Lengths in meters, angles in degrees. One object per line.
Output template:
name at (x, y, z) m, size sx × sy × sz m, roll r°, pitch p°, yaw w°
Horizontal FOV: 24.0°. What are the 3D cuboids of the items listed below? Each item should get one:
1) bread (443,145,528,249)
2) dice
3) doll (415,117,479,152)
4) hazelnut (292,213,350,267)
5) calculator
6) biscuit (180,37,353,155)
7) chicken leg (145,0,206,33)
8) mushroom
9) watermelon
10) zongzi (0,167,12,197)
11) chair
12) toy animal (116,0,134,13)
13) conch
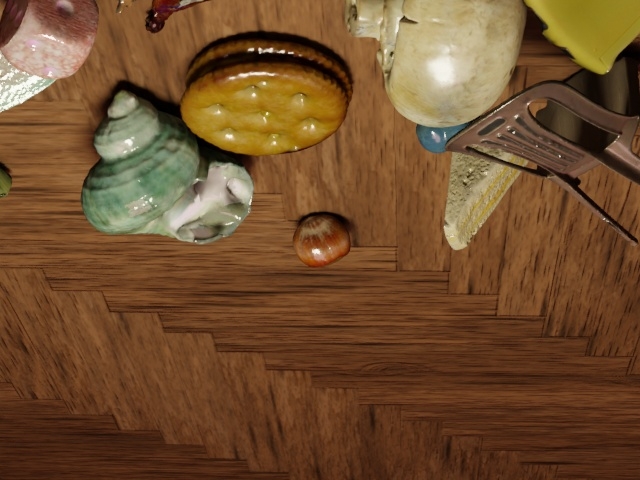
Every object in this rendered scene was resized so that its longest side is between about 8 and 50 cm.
bread at (0.225, -0.068, 2.027) m, size 0.105 × 0.152 × 0.077 m, roll -3°, pitch 153°, yaw 21°
dice at (-0.321, -0.252, 1.774) m, size 0.094 × 0.093 × 0.091 m, roll 20°, pitch 148°, yaw -28°
doll at (0.165, -0.148, 1.986) m, size 0.083 × 0.050 × 0.076 m, roll -12°, pitch 145°, yaw 29°
hazelnut at (0.000, 0.000, 2.259) m, size 0.086 × 0.086 × 0.086 m, roll 2°, pitch 152°, yaw 1°
calculator at (0.303, -0.279, 1.651) m, size 0.157 × 0.033 × 0.236 m, roll -46°, pitch 136°, yaw 7°
biscuit at (-0.068, -0.180, 1.921) m, size 0.220 × 0.066 × 0.220 m, roll 2°, pitch 153°, yaw 1°
chicken leg at (-0.144, -0.292, 1.737) m, size 0.205 × 0.053 × 0.093 m, roll -12°, pitch 164°, yaw 33°
mushroom at (0.127, -0.228, 1.685) m, size 0.195 × 0.189 × 0.254 m, roll 4°, pitch 146°, yaw -6°
watermelon at (-0.397, -0.216, 1.882) m, size 0.180 × 0.081 × 0.094 m, roll -12°, pitch 137°, yaw -6°
zongzi at (-0.509, -0.100, 2.139) m, size 0.113 × 0.052 × 0.104 m, roll 4°, pitch 148°, yaw 25°
chair at (0.310, -0.144, 1.837) m, size 0.326 × 0.183 × 0.175 m, roll 28°, pitch 139°, yaw -30°
toy animal at (-0.269, -0.334, 1.653) m, size 0.224 × 0.066 × 0.230 m, roll -6°, pitch 148°, yaw -27°
conch at (-0.219, -0.086, 2.019) m, size 0.220 × 0.195 × 0.277 m, roll -23°, pitch 124°, yaw 5°
